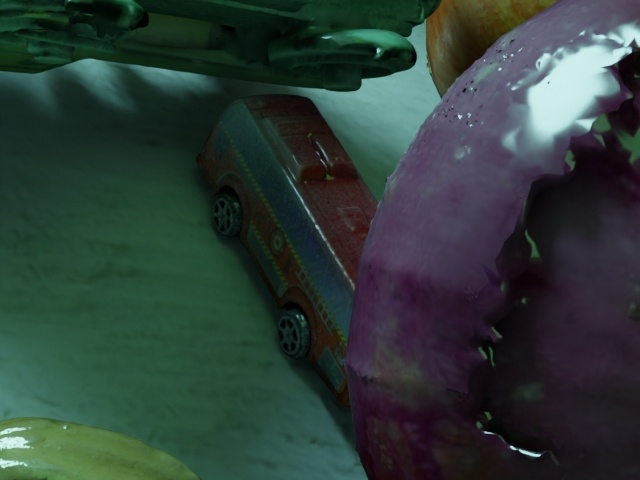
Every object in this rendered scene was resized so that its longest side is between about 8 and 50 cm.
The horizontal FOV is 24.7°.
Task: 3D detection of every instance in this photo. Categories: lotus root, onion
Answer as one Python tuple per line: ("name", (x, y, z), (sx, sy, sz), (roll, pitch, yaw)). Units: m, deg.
("lotus root", (-0.106, 0.113, 0.622), (0.150, 0.062, 0.073), (16, 34, -15))
("onion", (0.173, 0.051, 0.661), (0.358, 0.358, 0.345), (-4, 8, -34))

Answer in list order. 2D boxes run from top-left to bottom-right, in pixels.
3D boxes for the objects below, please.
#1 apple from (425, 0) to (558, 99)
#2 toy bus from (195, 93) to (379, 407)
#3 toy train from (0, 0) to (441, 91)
("apple", (0.166, -0.140, 0.945), (0.209, 0.209, 0.164), (9, 49, -22))
("toy bus", (0.000, 0.000, 0.793), (0.065, 0.077, 0.192), (-5, 50, -35))
("toy train", (-0.101, -0.150, 0.800), (0.369, 0.237, 0.150), (2, 84, -45))
